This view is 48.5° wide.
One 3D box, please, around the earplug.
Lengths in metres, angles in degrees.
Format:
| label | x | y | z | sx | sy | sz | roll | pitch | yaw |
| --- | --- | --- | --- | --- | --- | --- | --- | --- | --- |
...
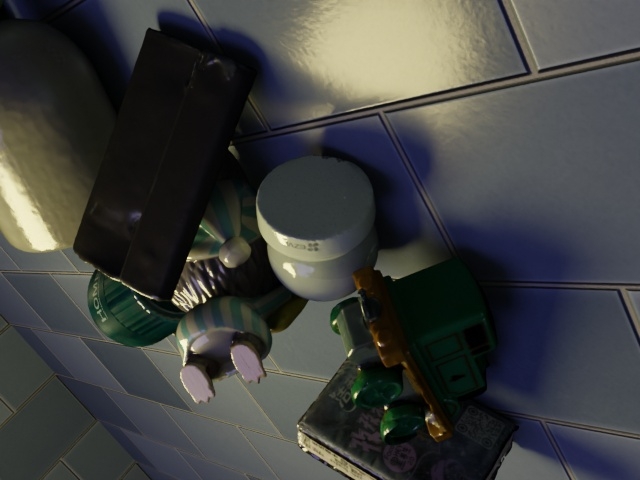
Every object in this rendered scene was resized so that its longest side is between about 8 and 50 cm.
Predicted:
| label | x | y | z | sx | sy | sz | roll | pitch | yaw |
| --- | --- | --- | --- | --- | --- | --- | --- | --- | --- |
| earplug | -0.550 | -0.219 | 1.369 | 0.312 | 0.312 | 0.394 | 15 | 137 | 35 |

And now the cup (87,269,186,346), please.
| label | x | y | z | sx | sy | sz | roll | pitch | yaw |
| --- | --- | --- | --- | --- | --- | --- | --- | --- | --- |
| cup | -0.375 | 0.075 | 1.647 | 0.242 | 0.308 | 0.292 | 18 | 156 | -27 |

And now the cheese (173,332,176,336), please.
| label | x | y | z | sx | sy | sz | roll | pitch | yaw |
| --- | --- | --- | --- | --- | --- | --- | --- | --- | --- |
| cheese | -0.431 | 0.147 | 1.894 | 0.249 | 0.071 | 0.163 | 51 | 146 | -15 |

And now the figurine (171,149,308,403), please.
| label | x | y | z | sx | sy | sz | roll | pitch | yaw |
| --- | --- | --- | --- | --- | --- | --- | --- | --- | --- |
| figurine | -0.212 | 0.027 | 1.265 | 0.266 | 0.361 | 0.378 | -27 | 107 | 16 |

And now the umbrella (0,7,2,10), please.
| label | x | y | z | sx | sy | sz | roll | pitch | yaw |
| --- | --- | --- | --- | --- | --- | --- | --- | --- | --- |
| umbrella | -0.705 | -0.340 | 1.479 | 0.154 | 0.128 | 0.337 | -7 | 109 | -2 |

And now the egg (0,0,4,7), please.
| label | x | y | z | sx | sy | sz | roll | pitch | yaw |
| --- | --- | --- | --- | --- | --- | --- | --- | --- | --- |
| egg | -0.674 | -0.502 | 1.240 | 0.220 | 0.220 | 0.270 | -11 | 125 | 52 |

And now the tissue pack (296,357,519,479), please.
| label | x | y | z | sx | sy | sz | roll | pitch | yaw |
| --- | --- | --- | --- | --- | --- | --- | --- | --- | --- |
| tissue pack | 0.165 | 0.372 | 1.368 | 0.361 | 0.259 | 0.122 | 24 | 137 | 23 |

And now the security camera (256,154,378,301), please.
| label | x | y | z | sx | sy | sz | roll | pitch | yaw |
| --- | --- | --- | --- | --- | --- | --- | --- | --- | --- |
| security camera | 0.000 | 0.000 | 1.166 | 0.194 | 0.194 | 0.236 | 24 | 148 | 25 |

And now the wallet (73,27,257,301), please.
| label | x | y | z | sx | sy | sz | roll | pitch | yaw |
| --- | --- | --- | --- | --- | --- | --- | --- | --- | --- |
| wallet | -0.266 | -0.125 | 1.168 | 0.228 | 0.062 | 0.406 | 26 | 100 | 27 |

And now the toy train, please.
| label | x | y | z | sx | sy | sz | roll | pitch | yaw |
| --- | --- | --- | --- | --- | --- | --- | --- | --- | --- |
| toy train | 0.170 | 0.181 | 1.171 | 0.429 | 0.249 | 0.178 | 58 | -169 | -49 |
